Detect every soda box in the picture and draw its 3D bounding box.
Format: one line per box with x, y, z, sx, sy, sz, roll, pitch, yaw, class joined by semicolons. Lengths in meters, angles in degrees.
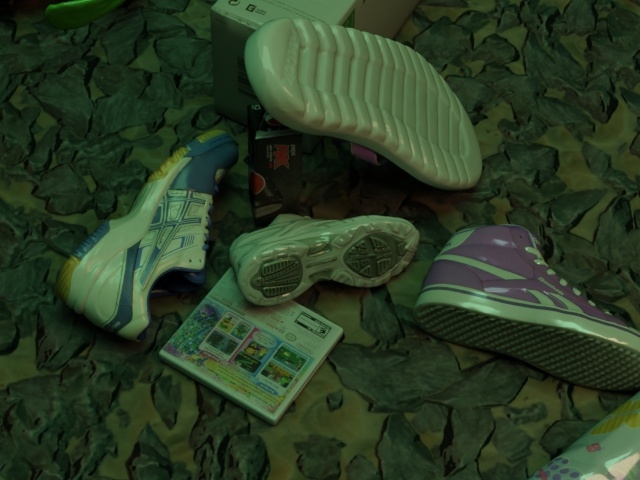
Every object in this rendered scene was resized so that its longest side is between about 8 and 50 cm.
-0.054;-0.089;1.568;0.060;0.169;0.053;-8;55;-8;soda box

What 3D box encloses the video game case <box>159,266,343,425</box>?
-0.077;0.116;1.510;0.157;0.019;0.143;28;58;17;video game case

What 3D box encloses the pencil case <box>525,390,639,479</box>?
0.333;0.231;1.383;0.273;0.113;0.124;-30;104;-23;pencil case

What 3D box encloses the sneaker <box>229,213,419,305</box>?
0.000;0.000;1.559;0.232;0.090;0.115;-8;31;-21;sneaker

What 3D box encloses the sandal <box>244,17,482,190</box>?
0.044;-0.156;1.548;0.102;0.416;0.169;-20;65;35;sandal

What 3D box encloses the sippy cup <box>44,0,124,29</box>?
-0.373;-0.433;1.794;0.224;0.240;0.305;-21;32;-4;sippy cup

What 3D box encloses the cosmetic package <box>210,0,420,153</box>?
0.013;-0.318;1.727;0.155;0.197;0.365;25;58;16;cosmetic package

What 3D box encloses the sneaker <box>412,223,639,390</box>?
0.262;0.060;1.516;0.282;0.102;0.161;19;52;12;sneaker

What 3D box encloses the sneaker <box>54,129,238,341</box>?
-0.172;-0.003;1.559;0.131;0.112;0.296;38;61;3;sneaker
